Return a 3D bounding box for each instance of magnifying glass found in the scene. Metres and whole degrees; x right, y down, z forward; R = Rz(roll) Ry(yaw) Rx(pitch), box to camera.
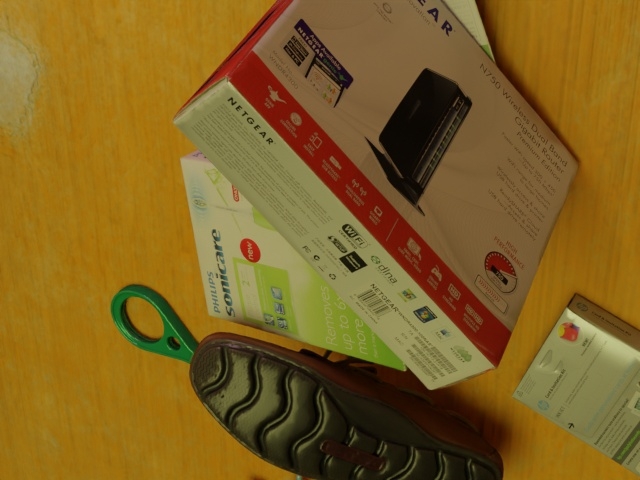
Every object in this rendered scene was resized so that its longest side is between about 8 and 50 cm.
[{"bbox_3d":[-0.188,0.142,1.516,0.231,0.026,0.092,35,128,12],"label":"magnifying glass"}]

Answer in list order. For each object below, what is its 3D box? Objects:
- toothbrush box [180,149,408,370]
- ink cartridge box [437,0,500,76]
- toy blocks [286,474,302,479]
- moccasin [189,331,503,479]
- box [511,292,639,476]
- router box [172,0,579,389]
[{"bbox_3d":[0.000,0.000,1.240,0.283,0.122,0.206,14,123,36],"label":"toothbrush box"},{"bbox_3d":[0.082,-0.248,1.122,0.171,0.056,0.235,-4,128,32],"label":"ink cartridge box"},{"bbox_3d":[-0.066,0.375,1.550,0.123,0.054,0.148,16,123,22],"label":"toy blocks"},{"bbox_3d":[0.031,0.198,1.296,0.380,0.147,0.139,17,106,-8],"label":"moccasin"},{"bbox_3d":[0.322,0.164,1.217,0.186,0.038,0.145,31,127,11],"label":"box"},{"bbox_3d":[0.070,-0.087,1.018,0.335,0.301,0.082,46,135,-15],"label":"router box"}]
